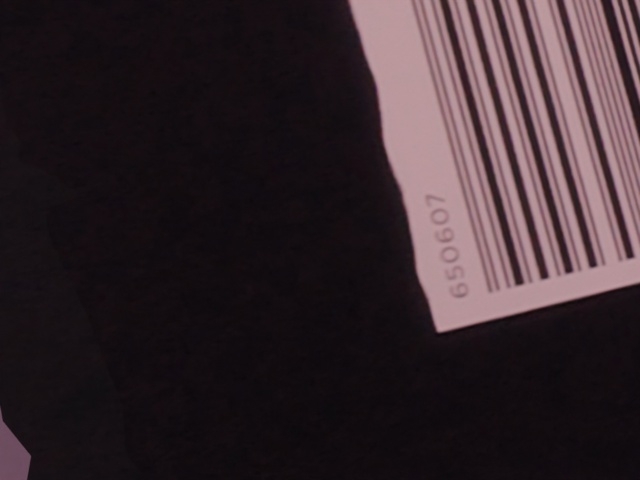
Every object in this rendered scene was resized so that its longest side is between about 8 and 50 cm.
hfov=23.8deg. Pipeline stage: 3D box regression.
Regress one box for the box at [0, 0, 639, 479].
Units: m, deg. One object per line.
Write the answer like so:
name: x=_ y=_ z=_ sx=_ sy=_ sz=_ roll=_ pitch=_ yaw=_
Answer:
box: x=0.000 y=0.000 z=0.689 sx=0.480 sy=0.472 sz=0.297 roll=-12 pitch=84 yaw=-27
